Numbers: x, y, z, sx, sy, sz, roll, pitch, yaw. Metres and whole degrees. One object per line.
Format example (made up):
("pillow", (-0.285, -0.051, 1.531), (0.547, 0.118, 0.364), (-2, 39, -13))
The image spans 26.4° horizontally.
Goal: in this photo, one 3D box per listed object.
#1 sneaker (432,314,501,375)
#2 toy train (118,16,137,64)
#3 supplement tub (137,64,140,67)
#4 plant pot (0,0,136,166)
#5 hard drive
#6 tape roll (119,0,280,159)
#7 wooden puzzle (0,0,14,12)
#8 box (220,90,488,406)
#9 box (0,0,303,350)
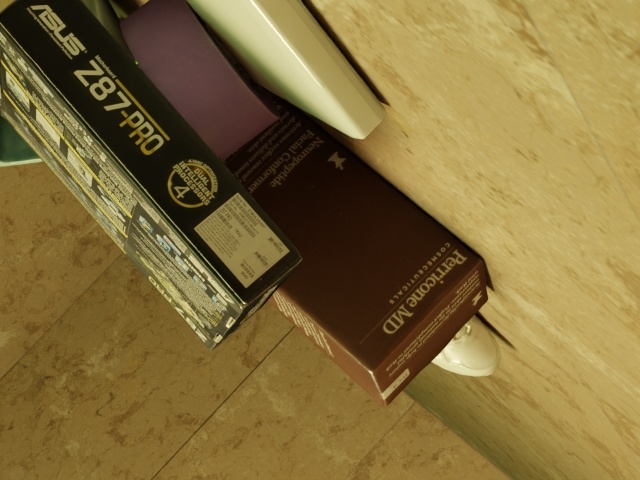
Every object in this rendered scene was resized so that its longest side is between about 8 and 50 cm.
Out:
("sneaker", (0.155, 0.098, 1.854), (0.232, 0.090, 0.115), (42, 170, 3))
("toy train", (-0.291, -0.294, 2.200), (0.125, 0.046, 0.166), (43, 173, 2))
("supplement tub", (-0.339, -0.207, 2.408), (0.272, 0.191, 0.191), (43, 173, 2))
("plant pot", (-0.402, -0.277, 2.006), (0.247, 0.247, 0.252), (66, -162, -73))
("hard drive", (-0.097, -0.254, 1.291), (0.353, 0.047, 0.233), (49, 172, -38))
("tape roll", (-0.131, -0.186, 1.496), (0.189, 0.080, 0.189), (52, -172, -11))
("wooden puzzle", (-0.430, -0.384, 1.848), (0.238, 0.221, 0.044), (37, -157, 32))
("box", (0.000, 0.000, 1.661), (0.381, 0.191, 0.143), (40, 168, 22))
("box", (-0.203, -0.068, 1.517), (0.395, 0.097, 0.318), (48, 161, 3))
